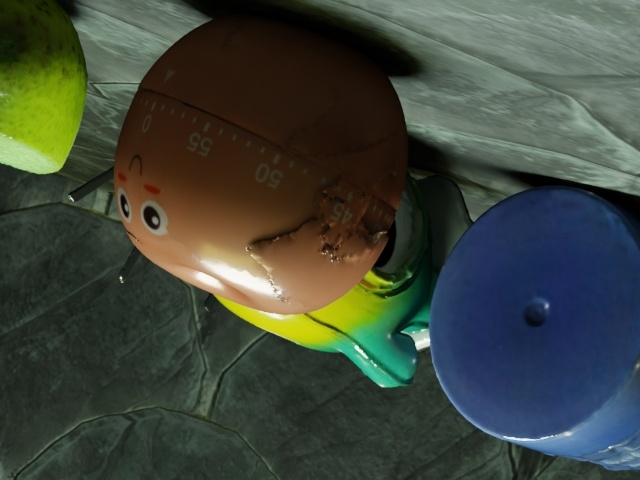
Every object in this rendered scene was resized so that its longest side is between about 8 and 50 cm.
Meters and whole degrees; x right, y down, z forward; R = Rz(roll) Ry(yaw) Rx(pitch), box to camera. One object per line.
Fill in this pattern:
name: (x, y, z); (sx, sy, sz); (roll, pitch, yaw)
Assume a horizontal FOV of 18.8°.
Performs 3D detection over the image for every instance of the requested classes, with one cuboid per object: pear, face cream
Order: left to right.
pear: (-0.325, -0.170, 1.721); (0.292, 0.159, 0.292); (15, 176, 1)
face cream: (0.266, 0.090, 1.871); (0.249, 0.249, 0.225); (15, 178, 41)

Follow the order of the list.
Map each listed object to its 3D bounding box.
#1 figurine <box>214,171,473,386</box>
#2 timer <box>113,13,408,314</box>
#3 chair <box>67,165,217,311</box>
figurine: (0.000, 0.000, 1.926); (0.231, 0.324, 0.340); (-35, 152, 24)
timer: (-0.046, -0.058, 1.527); (0.229, 0.215, 0.229); (19, 176, 1)
chair: (-0.128, -0.059, 2.205); (0.158, 0.247, 0.172); (14, 144, 40)
